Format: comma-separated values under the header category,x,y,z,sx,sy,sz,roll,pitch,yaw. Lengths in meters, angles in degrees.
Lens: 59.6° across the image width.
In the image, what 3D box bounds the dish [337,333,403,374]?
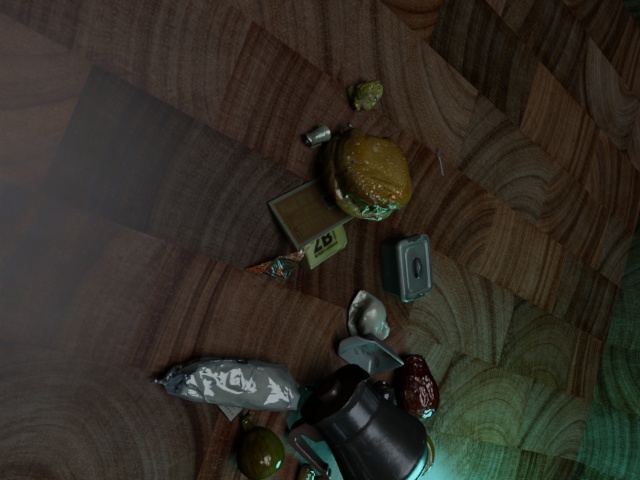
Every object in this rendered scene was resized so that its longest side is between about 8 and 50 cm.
category,x,y,z,sx,sy,sz,roll,pitch,yaw
dish,0.161,0.371,1.897,0.234,0.154,0.064,40,38,-37

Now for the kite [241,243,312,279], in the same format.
category,x,y,z,sx,sy,sz,roll,pitch,yaw
kite,-0.117,0.083,1.675,0.222,0.008,0.125,-20,143,-4

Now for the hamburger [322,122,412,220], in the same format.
category,x,y,z,sx,sy,sz,roll,pitch,yaw
hamburger,0.142,-0.213,1.750,0.290,0.170,0.314,14,58,-33

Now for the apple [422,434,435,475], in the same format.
category,x,y,z,sx,sy,sz,roll,pitch,yaw
apple,0.317,0.774,2.037,0.195,0.160,0.173,9,69,1

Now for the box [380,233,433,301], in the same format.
category,x,y,z,sx,sy,sz,roll,pitch,yaw
box,0.308,0.092,1.972,0.162,0.130,0.227,-16,104,-36

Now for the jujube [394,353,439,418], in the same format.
category,x,y,z,sx,sy,sz,roll,pitch,yaw
jujube,0.352,0.535,2.056,0.168,0.168,0.236,-1,81,-39

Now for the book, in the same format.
category,x,y,z,sx,sy,sz,roll,pitch,yaw
book,-0.026,-0.091,1.714,0.242,0.018,0.170,-30,88,-32

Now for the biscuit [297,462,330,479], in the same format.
category,x,y,z,sx,sy,sz,roll,pitch,yaw
biscuit,-0.062,0.845,1.817,0.164,0.047,0.208,49,66,-31

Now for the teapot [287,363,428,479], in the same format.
category,x,y,z,sx,sy,sz,roll,pitch,yaw
teapot,0.103,0.598,1.730,0.361,0.376,0.305,52,21,-9

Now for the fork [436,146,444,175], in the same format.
category,x,y,z,sx,sy,sz,roll,pitch,yaw
fork,0.456,-0.299,2.122,0.016,0.012,0.115,-29,117,-29

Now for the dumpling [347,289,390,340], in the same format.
category,x,y,z,sx,sy,sz,roll,pitch,yaw
dumpling,0.160,0.269,1.906,0.150,0.092,0.176,-33,124,-14

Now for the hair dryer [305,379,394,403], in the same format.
category,x,y,z,sx,sy,sz,roll,pitch,yaw
hair dryer,0.070,0.579,1.886,0.359,0.120,0.303,30,91,-27

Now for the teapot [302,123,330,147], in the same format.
category,x,y,z,sx,sy,sz,roll,pitch,yaw
teapot,-0.015,-0.316,1.719,0.083,0.057,0.067,-27,140,-27

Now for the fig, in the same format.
category,x,y,z,sx,sy,sz,roll,pitch,yaw
fig,-0.194,0.609,1.641,0.142,0.148,0.186,-38,79,-14

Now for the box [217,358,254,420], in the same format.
category,x,y,z,sx,sy,sz,roll,pitch,yaw
box,-0.232,0.440,1.647,0.167,0.024,0.090,-44,119,-27

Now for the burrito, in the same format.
category,x,y,z,sx,sy,sz,roll,pitch,yaw
burrito,-0.251,0.394,1.558,0.445,0.101,0.139,15,78,-29

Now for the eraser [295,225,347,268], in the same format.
category,x,y,z,sx,sy,sz,roll,pitch,yaw
eraser,0.000,0.000,1.760,0.172,0.058,0.117,-32,115,-32

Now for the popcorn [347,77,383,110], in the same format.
category,x,y,z,sx,sy,sz,roll,pitch,yaw
popcorn,0.148,-0.476,1.803,0.089,0.109,0.097,66,13,12
